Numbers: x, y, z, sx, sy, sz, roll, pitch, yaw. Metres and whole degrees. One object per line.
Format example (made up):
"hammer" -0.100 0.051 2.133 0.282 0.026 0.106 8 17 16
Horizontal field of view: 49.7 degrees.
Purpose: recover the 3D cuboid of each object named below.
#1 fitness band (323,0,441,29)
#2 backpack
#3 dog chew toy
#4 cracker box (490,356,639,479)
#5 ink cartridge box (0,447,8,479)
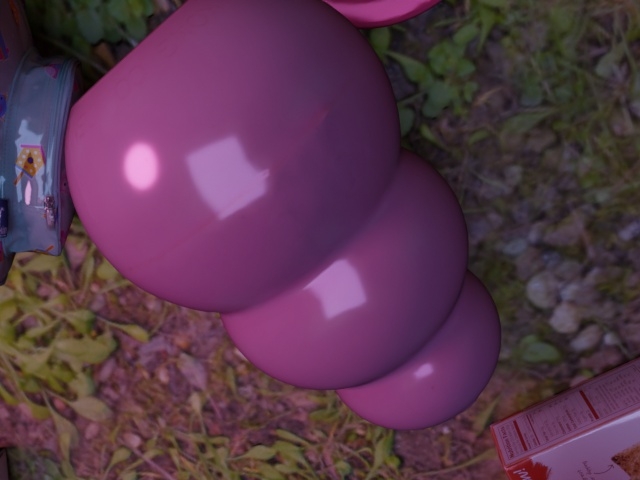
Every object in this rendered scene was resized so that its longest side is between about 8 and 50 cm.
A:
"fitness band" 0.034 -0.284 0.436 0.208 0.054 0.291 15 107 0
"backpack" -0.228 -0.077 0.454 0.144 0.166 0.189 -4 110 -12
"dog chew toy" 0.000 0.000 0.458 0.206 0.207 0.332 -37 112 13
"cracker box" 0.280 0.180 0.564 0.232 0.067 0.156 -28 105 12
"ink cartridge box" -0.365 0.373 0.617 0.175 0.069 0.371 -1 96 -3
